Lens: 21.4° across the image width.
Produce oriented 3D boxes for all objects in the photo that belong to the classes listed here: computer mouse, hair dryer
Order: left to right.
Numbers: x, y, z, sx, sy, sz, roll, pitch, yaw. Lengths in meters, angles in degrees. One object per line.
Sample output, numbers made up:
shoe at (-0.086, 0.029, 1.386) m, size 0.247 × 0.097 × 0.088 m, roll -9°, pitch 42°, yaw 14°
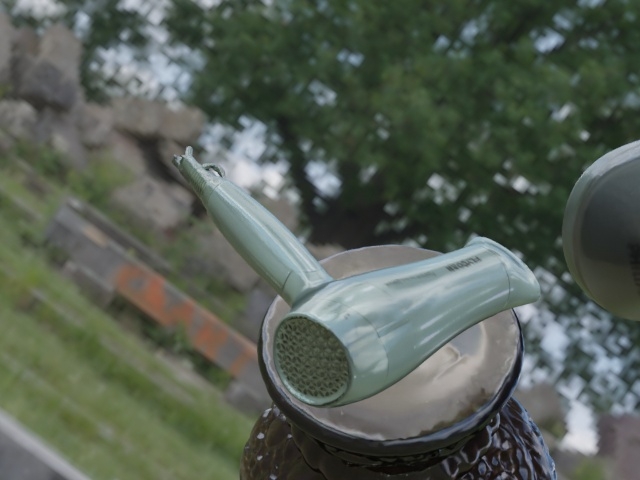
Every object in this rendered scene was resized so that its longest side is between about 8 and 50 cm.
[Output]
hair dryer at (0.000, 0.000, 1.109) m, size 0.237 × 0.075 × 0.206 m, roll 37°, pitch 37°, yaw 26°
computer mouse at (0.372, -0.017, 1.450) m, size 0.095 × 0.331 × 0.197 m, roll -85°, pitch 154°, yaw -48°

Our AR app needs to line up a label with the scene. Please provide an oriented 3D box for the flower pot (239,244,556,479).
flower pot at (0.055, 0.160, 1.299) m, size 0.266 × 0.266 × 0.267 m, roll 31°, pitch -34°, yaw 31°
